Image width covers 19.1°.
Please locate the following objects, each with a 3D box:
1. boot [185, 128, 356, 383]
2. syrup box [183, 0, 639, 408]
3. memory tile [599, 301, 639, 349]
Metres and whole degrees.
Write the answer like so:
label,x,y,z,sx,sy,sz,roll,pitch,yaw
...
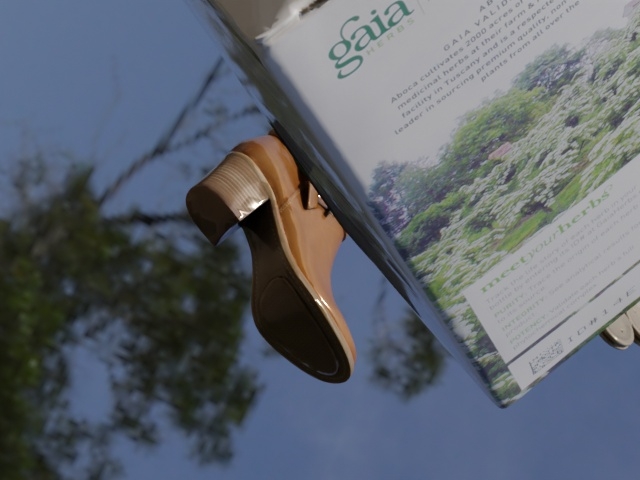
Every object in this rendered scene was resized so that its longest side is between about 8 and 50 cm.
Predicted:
label,x,y,z,sx,sy,sz,roll,pitch,yaw
boot,0.000,0.000,1.479,0.073,0.197,0.152,-28,-173,45
syrup box,0.033,-0.051,0.532,0.093,0.237,0.096,-39,-122,-1
memory tile,0.192,0.010,1.304,0.012,0.113,0.148,-40,-112,32
